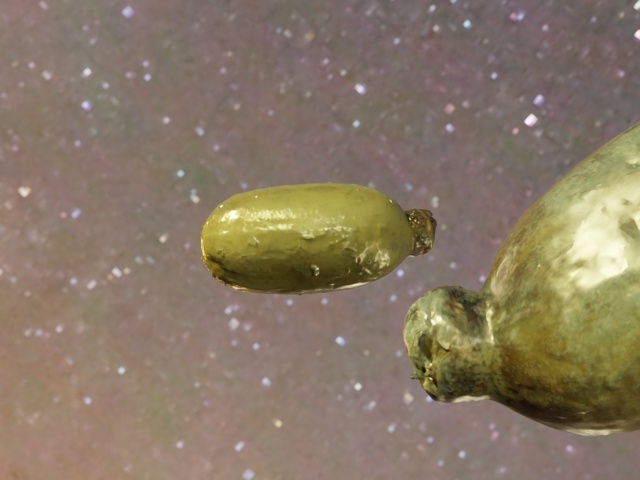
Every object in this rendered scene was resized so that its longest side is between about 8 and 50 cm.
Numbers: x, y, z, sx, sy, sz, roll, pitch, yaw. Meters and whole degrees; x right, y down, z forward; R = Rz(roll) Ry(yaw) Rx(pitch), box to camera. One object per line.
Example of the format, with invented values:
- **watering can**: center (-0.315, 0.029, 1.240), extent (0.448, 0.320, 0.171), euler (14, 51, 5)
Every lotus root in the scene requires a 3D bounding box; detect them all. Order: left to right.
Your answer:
- **lotus root**: center (0.000, 0.001, 0.980), extent (0.183, 0.077, 0.090), euler (-2, -25, -6)
- **lotus root**: center (0.215, 0.011, 0.730), extent (0.175, 0.349, 0.175), euler (59, 3, -6)
